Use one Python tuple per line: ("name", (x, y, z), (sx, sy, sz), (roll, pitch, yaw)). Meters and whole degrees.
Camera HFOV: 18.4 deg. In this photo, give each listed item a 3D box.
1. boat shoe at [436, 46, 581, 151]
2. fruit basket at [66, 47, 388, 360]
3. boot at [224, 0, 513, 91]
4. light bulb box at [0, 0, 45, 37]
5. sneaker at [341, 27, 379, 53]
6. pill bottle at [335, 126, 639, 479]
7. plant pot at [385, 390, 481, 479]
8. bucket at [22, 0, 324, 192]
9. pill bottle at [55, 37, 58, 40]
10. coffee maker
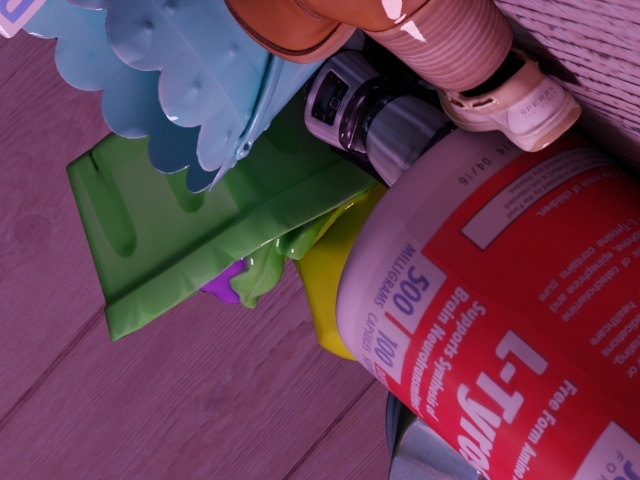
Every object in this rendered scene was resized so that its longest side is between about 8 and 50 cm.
("boat shoe", (0.113, -0.106, 1.288), (0.059, 0.063, 0.170), (51, 172, -22))
("fruit basket", (0.000, 0.000, 1.834), (0.392, 0.283, 0.392), (28, -134, -34))
("boot", (-0.031, -0.195, 1.186), (0.220, 0.109, 0.283), (40, 178, -36))
("light bulb box", (-0.325, -0.381, 1.354), (0.361, 0.225, 0.358), (41, 178, 42))
("sneaker", (-0.009, -0.191, 1.767), (0.161, 0.075, 0.057), (48, -176, 41))
("pill bottle", (0.221, 0.108, 1.333), (0.407, 0.229, 0.229), (41, 180, 27))
("plant pot", (0.211, 0.222, 1.995), (0.341, 0.341, 0.334), (42, -168, 3))
("bucket", (-0.119, -0.197, 1.571), (0.281, 0.183, 0.281), (44, 169, 11))
("pill bottle", (-0.242, -0.310, 2.586), (0.363, 0.210, 0.210), (41, 180, 2))
("coffee maker", (0.092, -0.078, 1.674), (0.171, 0.120, 0.178), (41, -179, -43))
